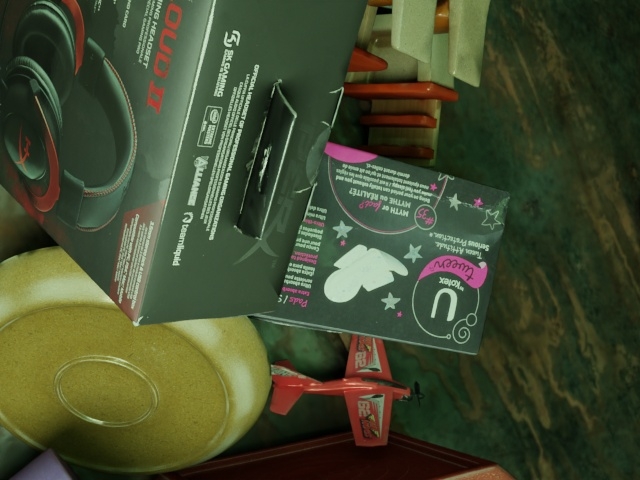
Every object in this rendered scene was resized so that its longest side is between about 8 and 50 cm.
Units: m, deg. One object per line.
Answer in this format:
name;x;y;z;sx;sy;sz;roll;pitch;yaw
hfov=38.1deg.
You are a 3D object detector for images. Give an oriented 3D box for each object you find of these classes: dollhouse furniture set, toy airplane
dollhouse furniture set;0.011;-0.143;0.737;0.259;0.262;0.135;8;89;-54
toy airplane;0.017;0.129;0.807;0.151;0.151;0.028;-5;127;-23

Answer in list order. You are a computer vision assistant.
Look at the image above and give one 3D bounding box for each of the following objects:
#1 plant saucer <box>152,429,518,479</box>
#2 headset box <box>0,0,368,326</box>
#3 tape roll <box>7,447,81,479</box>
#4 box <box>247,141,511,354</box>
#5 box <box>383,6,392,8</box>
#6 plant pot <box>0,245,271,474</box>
plant saucer;0.000;0.196;0.713;0.258;0.259;0.048;-7;91;-23
headset box;-0.106;-0.099;0.588;0.110;0.293;0.218;-3;119;-42
tape roll;-0.138;0.279;0.644;0.090;0.275;0.275;-39;104;-18
box;0.000;0.000;0.766;0.247;0.163;0.142;13;88;-22
box;0.079;-0.294;0.846;0.105;0.043;0.179;7;70;-23
plant pot;-0.155;0.103;0.681;0.236;0.236;0.032;32;34;-20
